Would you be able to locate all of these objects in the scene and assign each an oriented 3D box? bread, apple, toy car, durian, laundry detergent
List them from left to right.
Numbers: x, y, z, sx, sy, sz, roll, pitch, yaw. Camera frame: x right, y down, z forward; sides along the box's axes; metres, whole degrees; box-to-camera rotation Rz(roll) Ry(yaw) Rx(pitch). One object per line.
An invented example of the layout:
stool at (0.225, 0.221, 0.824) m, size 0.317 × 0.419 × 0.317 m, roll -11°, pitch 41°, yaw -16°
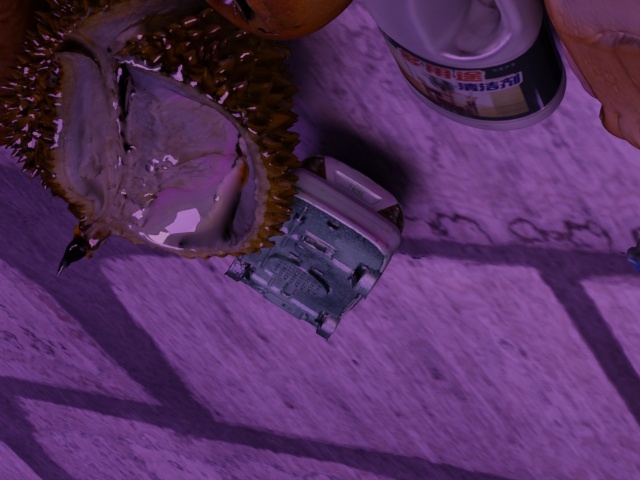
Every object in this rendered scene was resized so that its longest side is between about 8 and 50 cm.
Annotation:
durian at (-0.100, -0.081, 1.122) m, size 0.193 × 0.137 × 0.237 m, roll 25°, pitch 141°, yaw -17°
apple at (-0.016, -0.160, 0.955) m, size 0.099 × 0.102 × 0.114 m, roll 36°, pitch 165°, yaw 21°
toy car at (0.000, 0.000, 1.240) m, size 0.090 × 0.076 × 0.224 m, roll 31°, pitch 162°, yaw -1°
laundry detergent at (0.061, -0.128, 0.891) m, size 0.099 × 0.070 × 0.225 m, roll 33°, pitch 172°, yaw 23°
bread at (0.176, -0.093, 0.825) m, size 0.134 × 0.081 × 0.225 m, roll 60°, pitch 170°, yaw -24°

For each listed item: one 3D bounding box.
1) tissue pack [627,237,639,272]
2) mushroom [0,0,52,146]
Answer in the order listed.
tissue pack at (0.312, 0.038, 0.879) m, size 0.263 × 0.146 × 0.198 m, roll 43°, pitch 154°, yaw -24°
mushroom at (-0.291, -0.154, 1.170) m, size 0.267 × 0.254 × 0.267 m, roll 16°, pitch 123°, yaw 27°
